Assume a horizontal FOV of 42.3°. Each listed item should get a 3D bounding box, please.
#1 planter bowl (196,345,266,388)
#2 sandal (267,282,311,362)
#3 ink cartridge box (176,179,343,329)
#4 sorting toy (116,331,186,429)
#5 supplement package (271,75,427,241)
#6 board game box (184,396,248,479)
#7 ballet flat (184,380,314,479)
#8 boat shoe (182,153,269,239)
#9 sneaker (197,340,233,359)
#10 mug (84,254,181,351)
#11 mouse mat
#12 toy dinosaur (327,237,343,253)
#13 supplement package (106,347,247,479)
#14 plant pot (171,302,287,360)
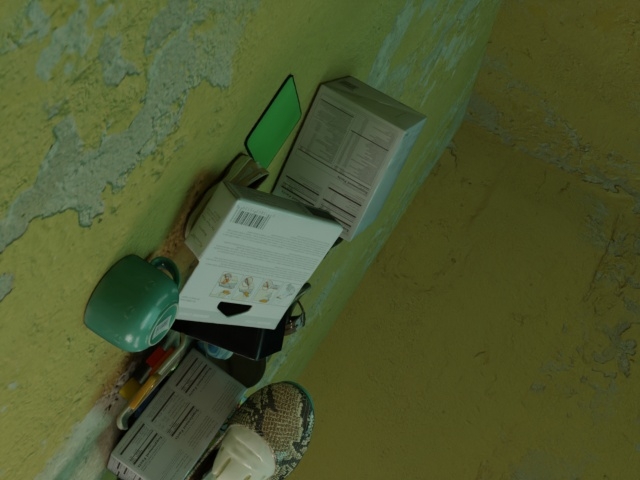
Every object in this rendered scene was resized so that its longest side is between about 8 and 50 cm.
[{"bbox_3d":[-0.217,0.272,1.858,0.109,0.162,0.162,-34,-170,42],"label":"planter bowl"},{"bbox_3d":[-0.093,0.252,2.497,0.303,0.086,0.120,-64,169,24],"label":"sandal"},{"bbox_3d":[-0.119,0.035,1.419,0.275,0.060,0.239,14,117,-50],"label":"ink cartridge box"},{"bbox_3d":[-0.316,0.252,1.514,0.196,0.047,0.348,-53,180,-16],"label":"sorting toy"},{"bbox_3d":[0.062,-0.176,1.734,0.263,0.198,0.199,-64,169,23],"label":"supplement package"},{"bbox_3d":[-0.283,0.479,1.959,0.142,0.144,0.275,67,45,-70],"label":"board game box"},{"bbox_3d":[-0.170,0.457,1.651,0.182,0.164,0.483,-39,171,-46],"label":"ballet flat"},{"bbox_3d":[-0.154,-0.064,1.391,0.190,0.072,0.068,-55,169,-22],"label":"boat shoe"},{"bbox_3d":[-0.191,0.135,1.768,0.085,0.086,0.237,-6,-118,65],"label":"sneaker"},{"bbox_3d":[-0.264,0.090,1.235,0.158,0.097,0.129,-56,169,-13],"label":"mug"},{"bbox_3d":[-0.083,-0.206,1.509,0.153,0.007,0.190,-57,168,-10],"label":"mouse mat"},{"bbox_3d":[0.000,0.000,2.168,0.268,0.064,0.118,-40,-135,42],"label":"toy dinosaur"},{"bbox_3d":[-0.295,0.387,1.693,0.262,0.145,0.204,-53,179,-28],"label":"supplement package"},{"bbox_3d":[-0.158,0.117,1.616,0.187,0.188,0.167,4,105,-78],"label":"plant pot"}]
